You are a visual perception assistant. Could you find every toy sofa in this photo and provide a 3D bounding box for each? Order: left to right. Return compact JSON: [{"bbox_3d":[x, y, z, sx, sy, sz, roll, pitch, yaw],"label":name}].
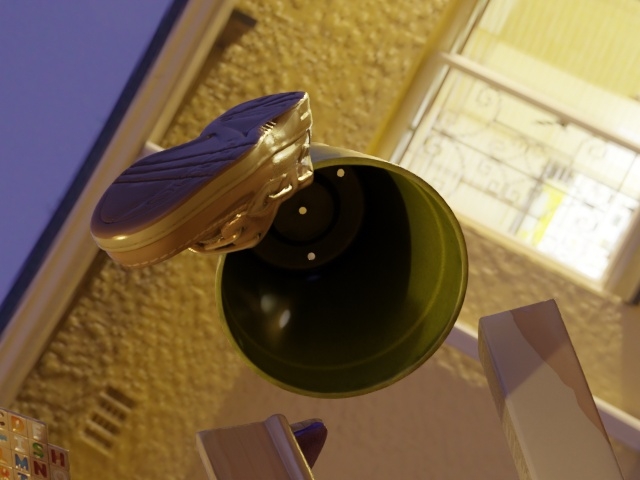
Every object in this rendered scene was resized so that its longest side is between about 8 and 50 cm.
[{"bbox_3d":[-0.088,0.387,1.390,0.177,0.150,0.363,-3,-45,-28],"label":"toy sofa"}]

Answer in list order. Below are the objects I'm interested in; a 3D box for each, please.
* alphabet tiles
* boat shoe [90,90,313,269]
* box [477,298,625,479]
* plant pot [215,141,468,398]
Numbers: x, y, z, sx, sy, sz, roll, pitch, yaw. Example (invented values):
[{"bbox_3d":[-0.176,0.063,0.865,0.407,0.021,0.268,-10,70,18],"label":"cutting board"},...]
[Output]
[{"bbox_3d":[-0.519,0.367,1.885,0.009,0.237,0.198,-43,-38,-54],"label":"alphabet tiles"},{"bbox_3d":[-0.083,-0.041,1.023,0.341,0.121,0.110,-44,-55,-56],"label":"boat shoe"},{"bbox_3d":[0.330,0.260,1.622,0.121,0.311,0.148,-15,-29,-1],"label":"box"},{"bbox_3d":[0.000,0.000,1.737,0.367,0.366,0.353,-66,18,14],"label":"plant pot"}]
